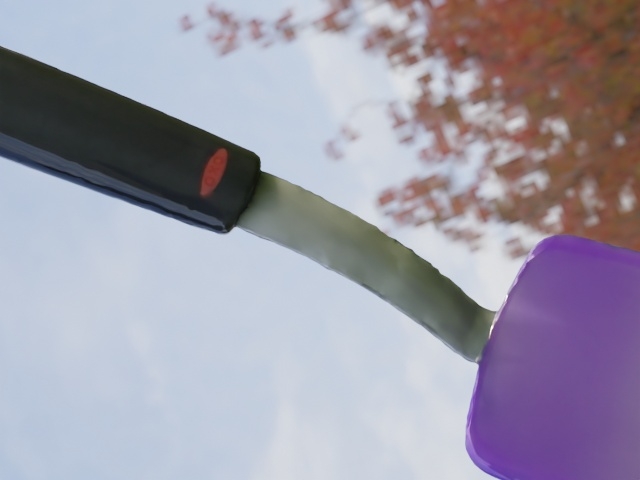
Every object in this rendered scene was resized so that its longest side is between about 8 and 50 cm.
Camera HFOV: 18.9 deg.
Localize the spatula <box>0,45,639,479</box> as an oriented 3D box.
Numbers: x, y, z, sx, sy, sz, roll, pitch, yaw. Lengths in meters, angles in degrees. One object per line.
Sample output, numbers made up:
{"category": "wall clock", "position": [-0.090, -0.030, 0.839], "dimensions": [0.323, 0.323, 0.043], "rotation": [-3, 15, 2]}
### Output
{"category": "spatula", "position": [0.000, 0.000, 0.534], "dimensions": [0.296, 0.030, 0.084], "rotation": [25, -114, -4]}
